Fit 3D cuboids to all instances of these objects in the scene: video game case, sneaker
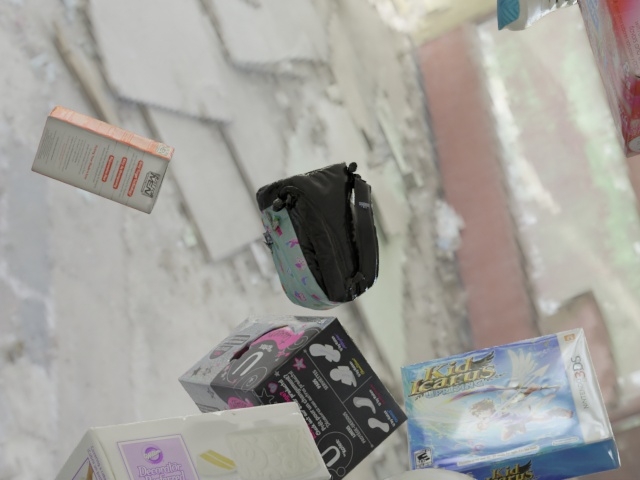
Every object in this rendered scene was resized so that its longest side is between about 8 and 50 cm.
[{"bbox_3d":[0.250,0.237,1.969,0.244,0.269,0.061,-92,167,-58],"label":"video game case"},{"bbox_3d":[0.235,-0.272,1.463,0.229,0.092,0.087,-49,142,-54],"label":"sneaker"}]

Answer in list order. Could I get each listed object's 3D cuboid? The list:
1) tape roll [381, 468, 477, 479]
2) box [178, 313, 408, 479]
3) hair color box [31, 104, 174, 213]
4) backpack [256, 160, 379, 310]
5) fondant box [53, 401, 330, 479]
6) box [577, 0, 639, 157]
[{"bbox_3d":[0.097,0.318,1.286,0.219,0.219,0.072,57,-10,-23],"label":"tape roll"},{"bbox_3d":[-0.042,0.191,1.749,0.142,0.247,0.163,-41,105,-22],"label":"box"},{"bbox_3d":[-0.241,-0.090,1.604,0.141,0.072,0.043,21,22,-4],"label":"hair color box"},{"bbox_3d":[0.000,0.000,1.902,0.152,0.115,0.182,-19,91,-31],"label":"backpack"},{"bbox_3d":[-0.174,0.299,1.463,0.238,0.330,0.096,-2,52,-37],"label":"fondant box"},{"bbox_3d":[0.246,-0.207,1.041,0.128,0.122,0.257,68,10,-65],"label":"box"}]
